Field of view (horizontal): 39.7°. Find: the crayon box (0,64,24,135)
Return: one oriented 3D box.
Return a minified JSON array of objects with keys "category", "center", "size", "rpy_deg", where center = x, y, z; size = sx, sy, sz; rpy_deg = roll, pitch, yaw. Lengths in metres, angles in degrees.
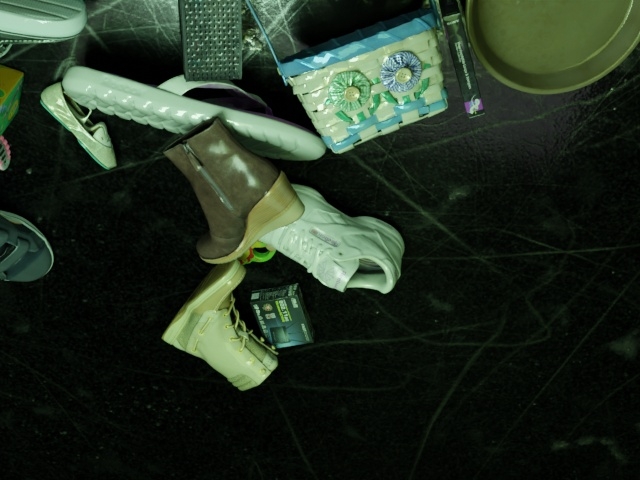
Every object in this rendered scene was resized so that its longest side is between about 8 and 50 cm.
[{"category":"crayon box","center":[-0.566,-0.183,1.307],"size":[0.166,0.278,0.081],"rpy_deg":[18,125,-10]}]

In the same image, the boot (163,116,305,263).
[{"category":"boot","center":[-0.164,-0.076,1.376],"size":[0.248,0.090,0.207],"rpy_deg":[-27,119,40]}]

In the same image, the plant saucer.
[{"category":"plant saucer","center":[0.342,-0.345,1.271],"size":[0.278,0.041,0.277],"rpy_deg":[-2,124,-4]}]

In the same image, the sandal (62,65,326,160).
[{"category":"sandal","center":[-0.182,-0.217,1.364],"size":[0.417,0.169,0.102],"rpy_deg":[14,84,-12]}]

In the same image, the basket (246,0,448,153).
[{"category":"basket","center":[0.053,-0.290,1.245],"size":[0.255,0.201,0.288],"rpy_deg":[-22,101,4]}]

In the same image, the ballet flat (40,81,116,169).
[{"category":"ballet flat","center":[-0.379,-0.186,1.433],"size":[0.052,0.057,0.168],"rpy_deg":[-35,117,14]}]

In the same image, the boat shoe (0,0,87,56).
[{"category":"boat shoe","center":[-0.501,-0.329,1.314],"size":[0.335,0.121,0.119],"rpy_deg":[11,134,8]}]

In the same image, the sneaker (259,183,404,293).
[{"category":"sneaker","center":[0.000,0.000,1.485],"size":[0.305,0.152,0.114],"rpy_deg":[17,127,-7]}]

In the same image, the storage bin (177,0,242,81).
[{"category":"storage bin","center":[-0.160,-0.328,1.261],"size":[0.085,0.122,0.180],"rpy_deg":[-5,131,-9]}]

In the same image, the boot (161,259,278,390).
[{"category":"boot","center":[-0.152,0.159,1.609],"size":[0.203,0.095,0.262],"rpy_deg":[37,129,-6]}]

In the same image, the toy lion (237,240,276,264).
[{"category":"toy lion","center":[-0.132,0.011,1.576],"size":[0.100,0.034,0.096],"rpy_deg":[20,131,-11]}]

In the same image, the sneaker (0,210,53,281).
[{"category":"sneaker","center":[-0.574,0.001,1.482],"size":[0.126,0.127,0.321],"rpy_deg":[-44,134,5]}]

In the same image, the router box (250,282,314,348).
[{"category":"router box","center":[-0.070,0.144,1.660],"size":[0.092,0.038,0.122],"rpy_deg":[-11,124,10]}]

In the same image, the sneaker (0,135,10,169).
[{"category":"sneaker","center":[-0.562,-0.166,1.466],"size":[0.057,0.047,0.119],"rpy_deg":[-15,116,21]}]

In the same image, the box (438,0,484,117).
[{"category":"box","center":[0.205,-0.277,1.297],"size":[0.029,0.116,0.162],"rpy_deg":[-15,123,12]}]
